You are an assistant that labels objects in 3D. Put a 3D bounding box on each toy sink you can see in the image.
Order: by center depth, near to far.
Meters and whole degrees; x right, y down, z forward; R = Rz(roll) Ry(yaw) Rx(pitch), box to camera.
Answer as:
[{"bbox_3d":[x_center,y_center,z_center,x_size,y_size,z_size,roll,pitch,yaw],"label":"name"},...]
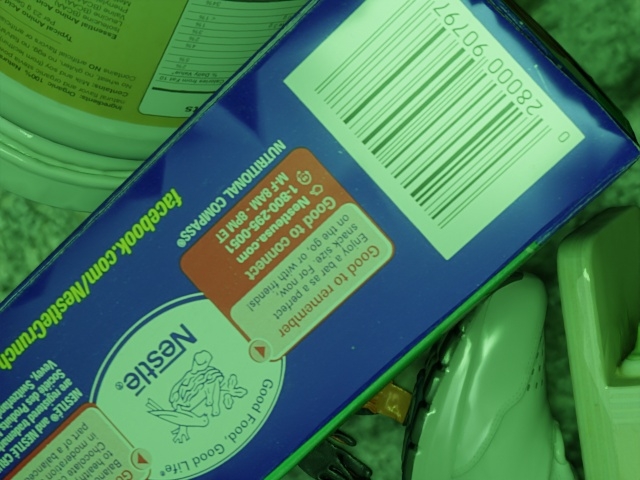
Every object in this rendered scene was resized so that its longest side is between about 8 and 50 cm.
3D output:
[{"bbox_3d":[0.206,0.098,0.663,0.131,0.153,0.234,-7,95,23],"label":"toy sink"}]

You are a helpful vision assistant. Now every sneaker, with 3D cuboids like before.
[{"bbox_3d":[0.104,0.155,0.753,0.129,0.111,0.297,5,108,9],"label":"sneaker"}]

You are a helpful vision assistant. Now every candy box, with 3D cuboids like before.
[{"bbox_3d":[0.000,0.000,0.616,0.268,0.317,0.122,-43,89,13],"label":"candy box"}]

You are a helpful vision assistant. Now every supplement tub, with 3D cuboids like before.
[{"bbox_3d":[-0.074,-0.181,0.645,0.228,0.228,0.316,45,136,9],"label":"supplement tub"}]

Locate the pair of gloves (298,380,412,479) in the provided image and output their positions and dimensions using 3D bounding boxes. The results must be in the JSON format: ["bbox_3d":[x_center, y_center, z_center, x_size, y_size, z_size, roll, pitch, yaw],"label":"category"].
[{"bbox_3d":[0.011,0.105,0.818,0.074,0.010,0.083,31,110,14],"label":"pair of gloves"}]
